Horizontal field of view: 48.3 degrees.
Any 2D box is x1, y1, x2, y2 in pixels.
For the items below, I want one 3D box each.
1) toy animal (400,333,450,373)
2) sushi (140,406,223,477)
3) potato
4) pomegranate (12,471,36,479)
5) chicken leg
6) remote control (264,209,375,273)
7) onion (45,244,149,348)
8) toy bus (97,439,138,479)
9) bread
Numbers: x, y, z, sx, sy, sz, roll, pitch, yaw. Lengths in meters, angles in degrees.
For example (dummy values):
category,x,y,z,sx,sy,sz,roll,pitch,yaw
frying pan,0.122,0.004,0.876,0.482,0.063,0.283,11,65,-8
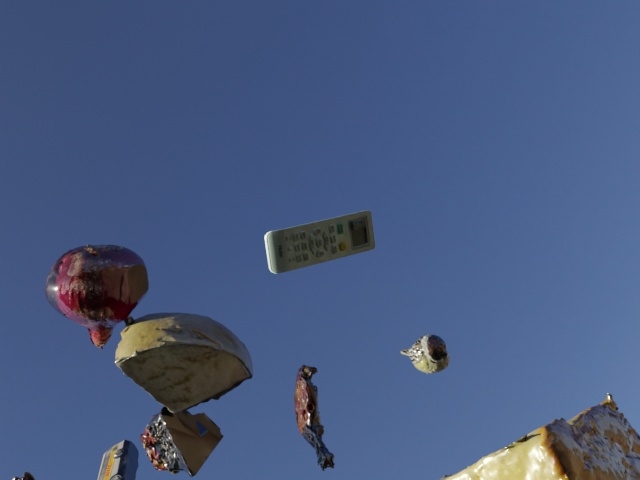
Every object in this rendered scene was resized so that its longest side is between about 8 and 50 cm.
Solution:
category,x,y,z,sx,sy,sz,roll,pitch,yaw
toy animal,0.260,0.274,1.788,0.098,0.137,0.098,-27,-53,-43
sushi,-0.386,0.526,1.872,0.150,0.172,0.153,-41,5,37
potato,-0.279,0.187,1.437,0.190,0.264,0.211,-34,-57,3
pomegranate,-0.616,0.613,1.568,0.179,0.179,0.210,-43,-89,-2
chicken leg,-0.016,0.394,1.574,0.051,0.253,0.105,0,-43,-21
remote control,0.001,0.000,1.728,0.294,0.051,0.103,-13,-78,-27
onion,-0.430,0.118,1.420,0.195,0.140,0.217,-24,-63,-64
toy bus,-0.414,0.483,1.447,0.072,0.172,0.057,-29,-67,5
bread,0.286,0.353,0.798,0.207,0.279,0.279,-38,-22,28
